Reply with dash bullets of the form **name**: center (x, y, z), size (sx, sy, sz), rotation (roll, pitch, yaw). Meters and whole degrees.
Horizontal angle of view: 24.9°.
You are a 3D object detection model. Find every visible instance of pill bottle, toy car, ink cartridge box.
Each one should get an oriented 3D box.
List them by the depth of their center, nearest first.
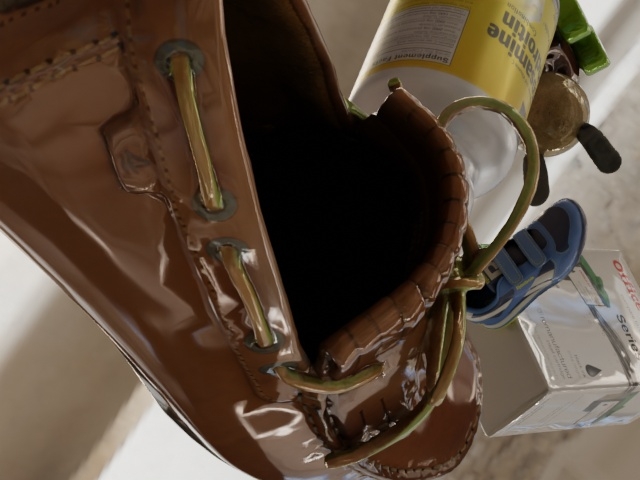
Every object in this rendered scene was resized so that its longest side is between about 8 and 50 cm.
- **pill bottle**: center (0.074, -0.088, 0.860), size (0.103, 0.103, 0.184), rotation (-17, -139, 43)
- **ink cartridge box**: center (0.224, 0.092, 1.375), size (0.092, 0.219, 0.160), rotation (-44, -121, 38)
- **toy car**: center (0.232, -0.129, 1.482), size (0.155, 0.149, 0.188), rotation (-27, -119, 15)

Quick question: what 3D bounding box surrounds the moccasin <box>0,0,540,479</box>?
- **moccasin**: center (0.000, -0.003, 0.545), size (0.147, 0.380, 0.139), rotation (-4, -124, 22)

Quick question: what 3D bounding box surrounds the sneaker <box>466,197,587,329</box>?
- **sneaker**: center (0.169, 0.021, 1.236), size (0.144, 0.059, 0.053), rotation (-51, -131, 23)
